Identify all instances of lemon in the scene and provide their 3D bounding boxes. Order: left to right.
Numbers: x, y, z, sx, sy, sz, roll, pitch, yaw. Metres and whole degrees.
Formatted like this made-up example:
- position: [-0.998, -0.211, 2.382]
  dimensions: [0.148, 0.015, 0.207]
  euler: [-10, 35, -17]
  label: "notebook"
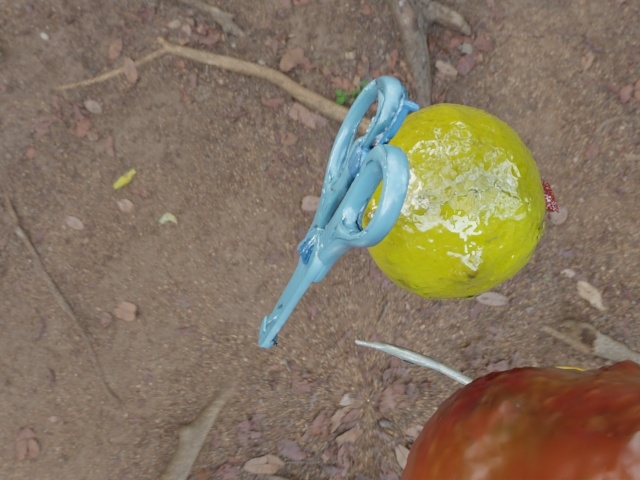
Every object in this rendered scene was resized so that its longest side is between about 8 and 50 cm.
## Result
- position: [0.224, -0.078, 1.178]
  dimensions: [0.350, 0.349, 0.387]
  euler: [-8, 42, 2]
  label: "lemon"

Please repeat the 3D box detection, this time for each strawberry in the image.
- position: [0.565, -0.137, 1.745]
  dimensions: [0.192, 0.140, 0.085]
  euler: [22, 97, 15]
  label: "strawberry"

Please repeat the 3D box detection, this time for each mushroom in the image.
- position: [0.214, 0.240, 1.224]
  dimensions: [0.306, 0.068, 0.043]
  euler: [20, 70, 11]
  label: "mushroom"

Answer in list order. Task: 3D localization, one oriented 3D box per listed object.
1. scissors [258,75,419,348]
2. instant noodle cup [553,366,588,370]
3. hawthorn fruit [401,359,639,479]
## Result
- position: [-0.001, 0.000, 0.700]
  dimensions: [0.032, 0.393, 0.180]
  euler: [14, 45, -18]
  label: "scissors"
- position: [0.361, 0.320, 0.963]
  dimensions: [0.216, 0.172, 0.215]
  euler: [-1, 55, 2]
  label: "instant noodle cup"
- position: [0.156, 0.228, 0.342]
  dimensions: [0.287, 0.287, 0.330]
  euler: [17, 72, 8]
  label: "hawthorn fruit"
